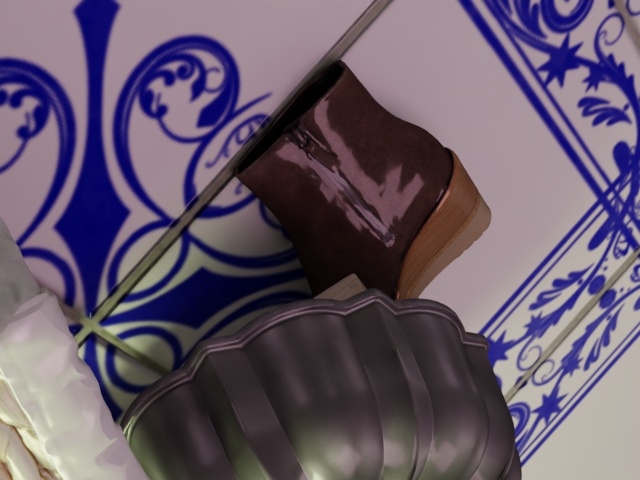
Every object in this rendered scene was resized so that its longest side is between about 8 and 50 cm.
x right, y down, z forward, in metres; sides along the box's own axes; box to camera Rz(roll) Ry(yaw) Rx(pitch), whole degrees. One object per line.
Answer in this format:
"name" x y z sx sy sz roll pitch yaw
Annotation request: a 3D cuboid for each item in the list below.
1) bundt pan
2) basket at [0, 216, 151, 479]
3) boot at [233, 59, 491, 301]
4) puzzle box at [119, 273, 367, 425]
"bundt pan" 0.006 0.199 0.894 0.331 0.124 0.331 -13 134 -14
"basket" -0.254 0.114 0.666 0.266 0.331 0.328 -27 132 -13
"boot" 0.000 0.000 0.974 0.207 0.090 0.248 37 98 -32
"puzzle box" -0.076 0.220 0.997 0.409 0.052 0.272 -34 135 5
